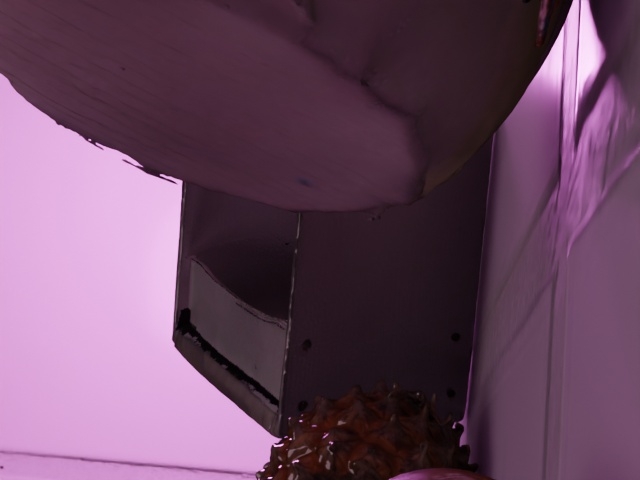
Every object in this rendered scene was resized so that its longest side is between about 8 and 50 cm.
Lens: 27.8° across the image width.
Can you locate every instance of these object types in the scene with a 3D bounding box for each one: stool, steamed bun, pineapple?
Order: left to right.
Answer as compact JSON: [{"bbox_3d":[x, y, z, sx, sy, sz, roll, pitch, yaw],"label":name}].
[{"bbox_3d":[-0.015,-0.184,0.586,0.309,0.309,0.309,5,-90,-87],"label":"steamed bun"},{"bbox_3d":[0.000,0.000,1.082,0.243,0.170,0.269,27,116,60],"label":"stool"},{"bbox_3d":[0.033,0.171,0.886,0.193,0.166,0.166,-75,-10,-79],"label":"pineapple"}]

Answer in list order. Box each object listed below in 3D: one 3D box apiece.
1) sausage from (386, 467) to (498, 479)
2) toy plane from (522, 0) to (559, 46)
[{"bbox_3d":[0.036,0.128,0.354,0.270,0.109,0.109,-65,-21,-83],"label":"sausage"},{"bbox_3d":[0.079,-0.150,0.384,0.130,0.061,0.189,90,-175,-52],"label":"toy plane"}]
